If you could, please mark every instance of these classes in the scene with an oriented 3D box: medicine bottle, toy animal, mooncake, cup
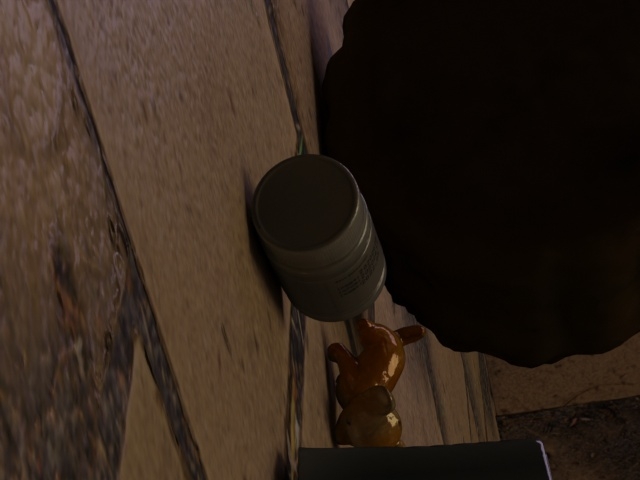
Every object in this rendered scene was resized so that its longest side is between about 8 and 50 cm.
[{"bbox_3d":[0.000,0.000,0.990,0.091,0.058,0.058,67,15,-63],"label":"medicine bottle"},{"bbox_3d":[0.040,0.093,1.152,0.083,0.081,0.060,-121,-166,-47],"label":"toy animal"},{"bbox_3d":[0.165,-0.075,1.388,0.187,0.324,0.324,76,7,-56],"label":"mooncake"},{"bbox_3d":[0.049,0.144,0.928,0.128,0.129,0.095,-91,177,-67],"label":"cup"}]
